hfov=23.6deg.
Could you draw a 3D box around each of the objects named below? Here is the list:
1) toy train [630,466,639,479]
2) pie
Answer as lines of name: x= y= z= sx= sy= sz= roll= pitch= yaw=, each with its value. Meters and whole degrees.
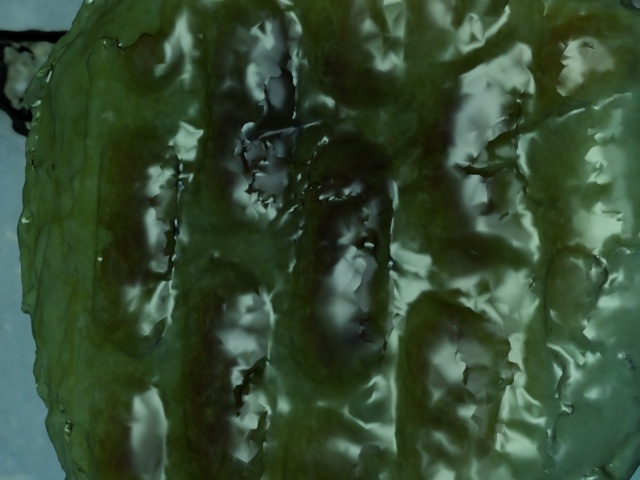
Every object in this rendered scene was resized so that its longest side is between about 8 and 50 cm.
toy train: x=0.173 y=0.111 z=0.597 sx=0.198 sy=0.107 sz=0.154 roll=-35 pitch=82 yaw=1
pie: x=0.000 y=0.000 z=0.566 sx=0.306 sy=0.071 sz=0.306 roll=2 pitch=95 yaw=25
